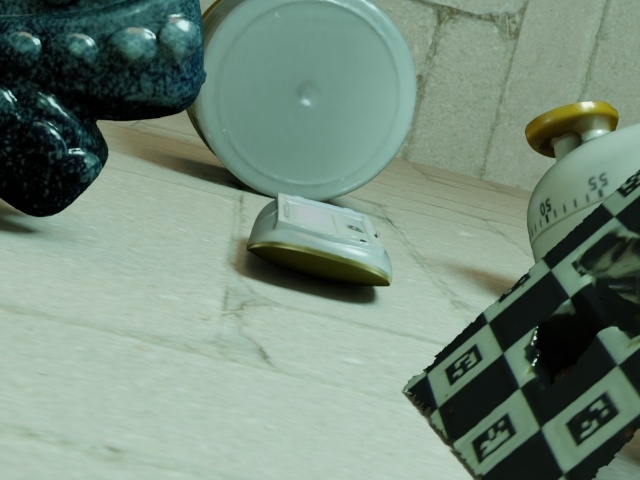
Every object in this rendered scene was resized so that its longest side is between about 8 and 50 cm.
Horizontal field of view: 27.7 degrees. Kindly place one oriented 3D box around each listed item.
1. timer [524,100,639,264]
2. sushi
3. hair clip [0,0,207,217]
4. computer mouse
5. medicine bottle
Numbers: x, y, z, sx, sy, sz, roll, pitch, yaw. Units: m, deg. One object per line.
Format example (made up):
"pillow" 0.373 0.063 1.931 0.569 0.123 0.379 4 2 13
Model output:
"timer" 0.288 0.004 1.045 0.234 0.240 0.233 -9 -17 -3
"sushi" 0.145 0.032 0.558 0.040 0.210 0.193 46 0 -14
"hair clip" -0.232 -0.117 0.786 0.310 0.206 0.194 17 12 -19
"computer mouse" 0.000 0.002 0.933 0.102 0.044 0.199 15 7 -5
"medicine bottle" -0.032 -0.173 1.449 0.238 0.237 0.232 13 9 -12
